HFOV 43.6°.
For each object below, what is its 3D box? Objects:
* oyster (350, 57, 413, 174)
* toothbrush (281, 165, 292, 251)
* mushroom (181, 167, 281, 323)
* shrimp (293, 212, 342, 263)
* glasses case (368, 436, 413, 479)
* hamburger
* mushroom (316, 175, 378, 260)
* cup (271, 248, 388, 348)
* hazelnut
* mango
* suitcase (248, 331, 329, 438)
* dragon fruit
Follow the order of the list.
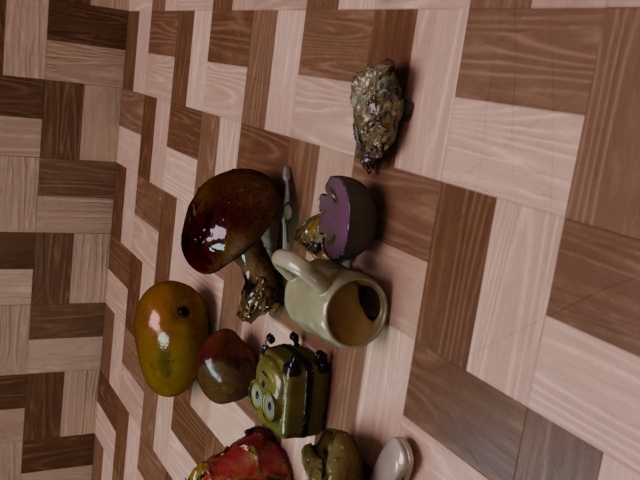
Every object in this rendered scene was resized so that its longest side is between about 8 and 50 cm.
[{"bbox_3d":[0.118,-0.273,1.717,0.259,0.092,0.198,126,139,-49],"label":"oyster"},{"bbox_3d":[-0.087,-0.064,2.079,0.030,0.030,0.303,-46,39,50],"label":"toothbrush"},{"bbox_3d":[-0.202,-0.018,2.168,0.334,0.356,0.331,-59,-2,-39],"label":"mushroom"},{"bbox_3d":[-0.001,0.000,1.946,0.267,0.061,0.145,2,99,59],"label":"shrimp"},{"bbox_3d":[0.144,0.496,1.680,0.081,0.051,0.204,-115,35,-47],"label":"glasses case"},{"bbox_3d":[0.035,0.555,1.745,0.265,0.134,0.284,137,125,-78],"label":"hamburger"},{"bbox_3d":[0.067,-0.046,1.766,0.141,0.117,0.188,-149,65,-70],"label":"mushroom"},{"bbox_3d":[-0.005,0.127,1.749,0.202,0.255,0.173,19,93,58],"label":"cup"},{"bbox_3d":[-0.259,0.360,2.284,0.186,0.210,0.210,18,106,34],"label":"hazelnut"},{"bbox_3d":[-0.499,0.334,2.644,0.300,0.232,0.445,55,141,40],"label":"mango"},{"bbox_3d":[-0.082,0.365,1.989,0.194,0.143,0.234,23,109,58],"label":"suitcase"},{"bbox_3d":[-0.237,0.678,2.132,0.314,0.263,0.296,52,132,48],"label":"dragon fruit"}]
